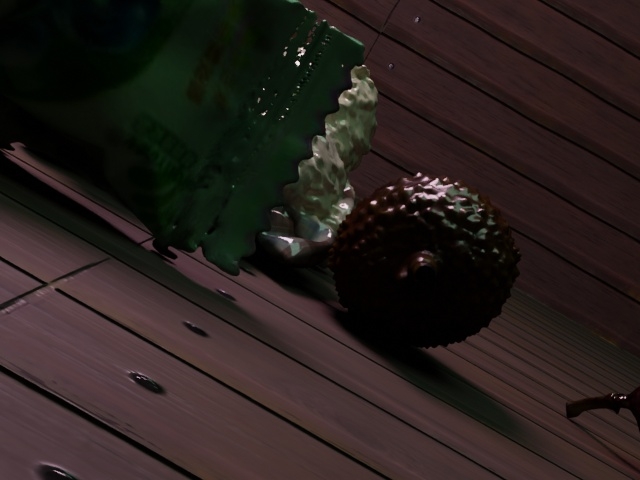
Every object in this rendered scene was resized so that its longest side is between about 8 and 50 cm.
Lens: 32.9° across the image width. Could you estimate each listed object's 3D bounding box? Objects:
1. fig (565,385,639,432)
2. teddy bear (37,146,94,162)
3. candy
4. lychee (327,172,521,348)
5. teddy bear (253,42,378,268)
[{"bbox_3d":[0.424,0.202,1.223,0.249,0.186,0.204,23,23,6],"label":"fig"},{"bbox_3d":[-0.183,-0.142,1.094,0.177,0.190,0.140,25,12,4],"label":"teddy bear"},{"bbox_3d":[-0.179,-0.163,0.919,0.397,0.263,0.172,29,-7,-6],"label":"candy"},{"bbox_3d":[0.106,0.021,1.120,0.200,0.200,0.238,30,5,6],"label":"lychee"},{"bbox_3d":[-0.091,-0.080,1.331,0.375,0.362,0.327,-18,-60,47],"label":"teddy bear"}]
